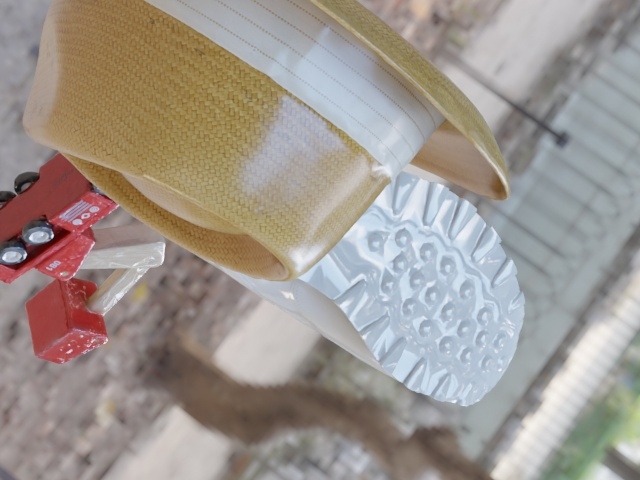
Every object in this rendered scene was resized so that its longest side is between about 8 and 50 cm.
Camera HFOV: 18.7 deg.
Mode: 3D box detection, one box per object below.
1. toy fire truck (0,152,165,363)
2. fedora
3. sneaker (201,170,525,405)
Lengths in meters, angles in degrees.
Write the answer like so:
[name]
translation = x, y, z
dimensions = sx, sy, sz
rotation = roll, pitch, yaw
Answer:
[toy fire truck]
translation = -0.148, 0.002, 1.253
dimensions = 0.192, 0.047, 0.135
rotation = -33, 143, 25
[fedora]
translation = -0.035, -0.043, 0.604
dimensions = 0.079, 0.194, 0.194
rotation = -57, 168, -6
[sneaker]
translation = 0.000, 0.000, 0.917
dimensions = 0.095, 0.235, 0.090
rotation = 6, -117, 56
